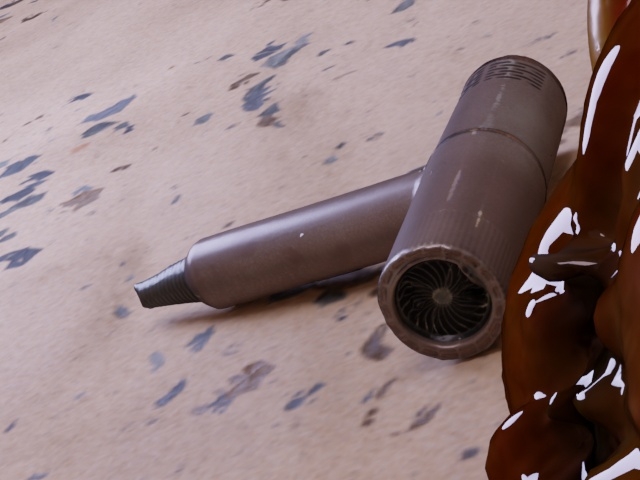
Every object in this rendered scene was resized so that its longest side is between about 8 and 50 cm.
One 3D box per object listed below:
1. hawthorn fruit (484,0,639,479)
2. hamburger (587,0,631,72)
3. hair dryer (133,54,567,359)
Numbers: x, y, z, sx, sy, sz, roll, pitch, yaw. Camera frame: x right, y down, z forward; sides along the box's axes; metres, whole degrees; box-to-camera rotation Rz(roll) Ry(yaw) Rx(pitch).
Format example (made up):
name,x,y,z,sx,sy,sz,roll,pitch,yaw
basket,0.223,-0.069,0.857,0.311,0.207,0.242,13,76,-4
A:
name,x,y,z,sx,sy,sz,roll,pitch,yaw
hawthorn fruit,0.147,0.031,0.363,0.226,0.196,0.196,4,20,-3
hamburger,0.172,-0.073,0.695,0.162,0.162,0.115,-40,17,-35
hair dryer,-0.005,0.006,0.864,0.220,0.053,0.195,-19,20,22
